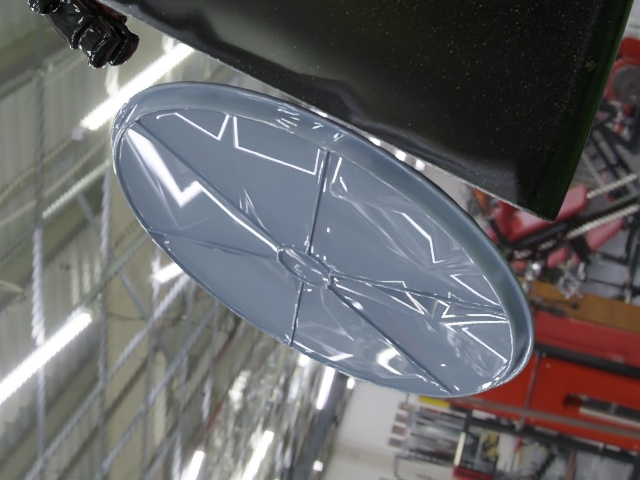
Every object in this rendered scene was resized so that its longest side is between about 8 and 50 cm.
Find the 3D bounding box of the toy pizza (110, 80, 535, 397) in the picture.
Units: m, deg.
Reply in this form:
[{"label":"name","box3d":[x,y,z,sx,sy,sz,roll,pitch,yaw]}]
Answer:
[{"label":"toy pizza","box3d":[0.000,0.000,0.426,0.032,0.201,0.201,-58,-17,-26]}]

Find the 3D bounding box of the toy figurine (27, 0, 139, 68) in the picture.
[{"label":"toy figurine","box3d":[-0.167,-0.272,0.804,0.209,0.148,0.213,-38,-13,-9]}]

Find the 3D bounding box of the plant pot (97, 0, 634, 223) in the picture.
[{"label":"plant pot","box3d":[0.044,-0.126,0.399,0.167,0.187,0.188,-65,-9,10]}]
